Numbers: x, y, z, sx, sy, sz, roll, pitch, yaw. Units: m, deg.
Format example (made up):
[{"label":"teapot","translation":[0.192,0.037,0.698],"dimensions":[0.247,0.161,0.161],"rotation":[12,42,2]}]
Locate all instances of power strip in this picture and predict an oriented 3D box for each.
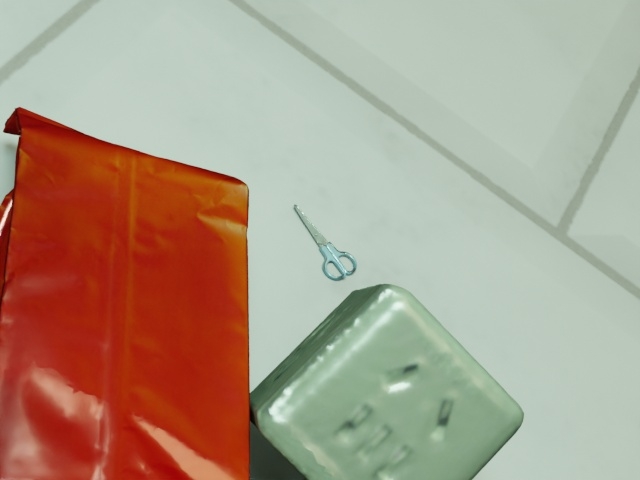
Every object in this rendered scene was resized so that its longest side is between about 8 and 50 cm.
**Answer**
[{"label":"power strip","translation":[0.035,0.127,0.927],"dimensions":[0.139,0.224,0.140],"rotation":[45,81,-2]}]

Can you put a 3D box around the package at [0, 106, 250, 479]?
[{"label":"package","translation":[-0.156,0.079,0.894],"dimensions":[0.196,0.123,0.424],"rotation":[14,53,-21]}]

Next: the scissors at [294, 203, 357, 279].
[{"label":"scissors","translation":[0.000,0.000,1.109],"dimensions":[0.036,0.006,0.083],"rotation":[-27,73,-37]}]
